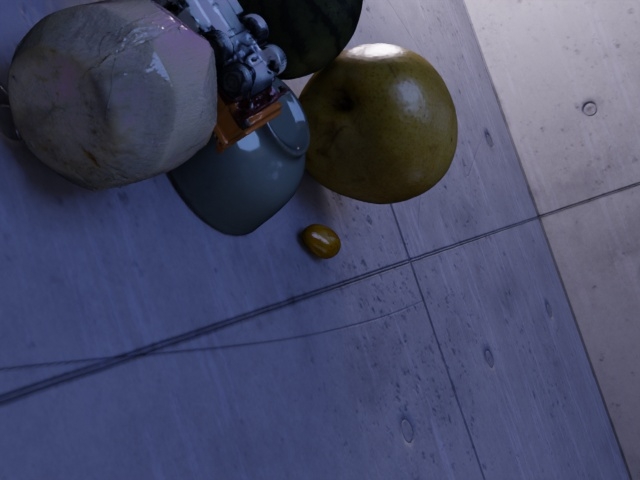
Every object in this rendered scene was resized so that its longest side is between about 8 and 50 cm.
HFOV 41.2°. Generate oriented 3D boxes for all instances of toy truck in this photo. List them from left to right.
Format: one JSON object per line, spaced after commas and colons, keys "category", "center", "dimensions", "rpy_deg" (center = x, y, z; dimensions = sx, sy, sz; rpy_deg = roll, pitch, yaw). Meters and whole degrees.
{"category": "toy truck", "center": [-0.150, -0.263, 1.114], "dimensions": [0.270, 0.135, 0.114], "rpy_deg": [58, 44, -8]}

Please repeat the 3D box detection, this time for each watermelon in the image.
{"category": "watermelon", "center": [-0.071, -0.407, 1.364], "dimensions": [0.359, 0.279, 0.278], "rpy_deg": [49, 25, -81]}

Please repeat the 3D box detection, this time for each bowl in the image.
{"category": "bowl", "center": [-0.109, -0.163, 1.295], "dimensions": [0.289, 0.146, 0.289], "rpy_deg": [40, 40, -45]}

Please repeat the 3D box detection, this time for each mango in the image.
{"category": "mango", "center": [0.000, 0.000, 1.495], "dimensions": [0.089, 0.046, 0.060], "rpy_deg": [22, 54, -50]}

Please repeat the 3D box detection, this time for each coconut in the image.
{"category": "coconut", "center": [-0.228, -0.175, 0.997], "dimensions": [0.230, 0.227, 0.227], "rpy_deg": [-40, 108, -56]}

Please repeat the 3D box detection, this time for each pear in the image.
{"category": "pear", "center": [0.098, -0.208, 1.542], "dimensions": [0.314, 0.314, 0.314], "rpy_deg": [41, 38, -44]}
